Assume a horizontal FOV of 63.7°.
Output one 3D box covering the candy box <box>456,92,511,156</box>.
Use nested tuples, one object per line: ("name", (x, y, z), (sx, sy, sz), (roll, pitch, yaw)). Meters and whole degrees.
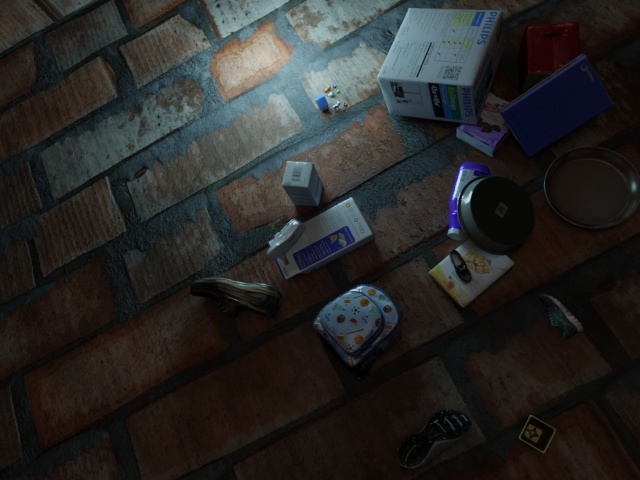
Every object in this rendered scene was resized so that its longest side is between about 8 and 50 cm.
("candy box", (0.639, -0.442, 1.948), (0.165, 0.070, 0.196), (36, 82, 22))

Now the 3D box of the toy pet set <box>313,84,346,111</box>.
("toy pet set", (0.032, -0.598, 2.143), (0.114, 0.065, 0.122), (-28, 67, 2))

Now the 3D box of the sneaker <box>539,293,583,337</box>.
("sneaker", (0.773, 0.249, 1.685), (0.076, 0.065, 0.166), (-40, 66, 2))

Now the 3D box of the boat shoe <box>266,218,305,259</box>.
("boat shoe", (-0.140, -0.008, 1.916), (0.063, 0.066, 0.184), (36, 84, 36))

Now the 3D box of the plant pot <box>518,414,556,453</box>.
("plant pot", (0.657, 0.592, 1.577), (0.081, 0.083, 0.081), (28, 79, 20))

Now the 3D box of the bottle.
("bottle", (0.527, -0.140, 1.857), (0.118, 0.092, 0.282), (14, 75, 17))

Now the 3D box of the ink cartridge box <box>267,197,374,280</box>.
("ink cartridge box", (0.000, 0.000, 1.943), (0.371, 0.069, 0.175), (-27, 67, 0))

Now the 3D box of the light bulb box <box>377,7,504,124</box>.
("light bulb box", (0.461, -0.662, 1.943), (0.361, 0.225, 0.357), (16, 72, 27))

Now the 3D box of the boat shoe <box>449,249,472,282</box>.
("boat shoe", (0.480, 0.086, 1.765), (0.046, 0.038, 0.125), (-22, 66, 5))

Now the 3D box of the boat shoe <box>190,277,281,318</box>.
("boat shoe", (-0.324, 0.218, 1.905), (0.356, 0.132, 0.130), (4, 72, 15))

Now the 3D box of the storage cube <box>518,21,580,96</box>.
("storage cube", (0.844, -0.663, 1.909), (0.184, 0.215, 0.193), (0, 78, 12))

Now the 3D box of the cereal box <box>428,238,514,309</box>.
("cereal box", (0.525, 0.101, 1.797), (0.240, 0.047, 0.173), (-41, 68, -3))

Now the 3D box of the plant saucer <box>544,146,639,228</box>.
("plant saucer", (0.945, -0.181, 1.801), (0.311, 0.050, 0.310), (-4, 70, 12))

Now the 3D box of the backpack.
("backpack", (0.134, 0.280, 1.748), (0.263, 0.213, 0.276), (-37, 64, -13))

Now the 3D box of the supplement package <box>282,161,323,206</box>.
("supplement package", (-0.066, -0.214, 1.969), (0.105, 0.179, 0.105), (5, 73, 15))

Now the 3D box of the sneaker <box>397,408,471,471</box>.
("sneaker", (0.358, 0.633, 1.633), (0.272, 0.108, 0.100), (-28, 48, -15))

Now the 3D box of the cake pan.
("cake pan", (0.613, -0.096, 1.774), (0.294, 0.054, 0.292), (4, 74, -15))

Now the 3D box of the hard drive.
("hard drive", (0.829, -0.470, 1.821), (0.319, 0.040, 0.210), (-34, 105, 19))
